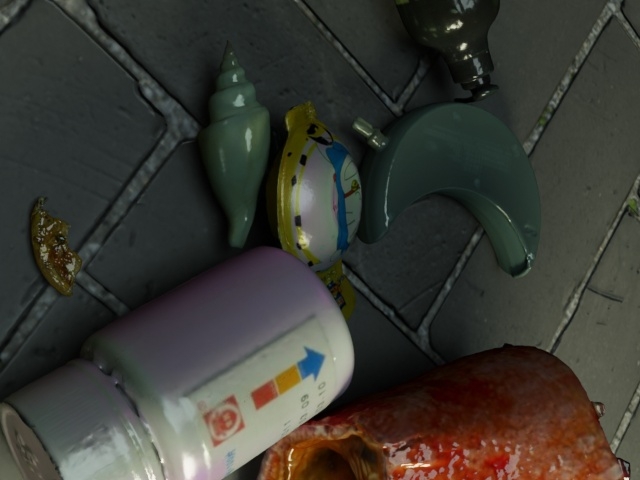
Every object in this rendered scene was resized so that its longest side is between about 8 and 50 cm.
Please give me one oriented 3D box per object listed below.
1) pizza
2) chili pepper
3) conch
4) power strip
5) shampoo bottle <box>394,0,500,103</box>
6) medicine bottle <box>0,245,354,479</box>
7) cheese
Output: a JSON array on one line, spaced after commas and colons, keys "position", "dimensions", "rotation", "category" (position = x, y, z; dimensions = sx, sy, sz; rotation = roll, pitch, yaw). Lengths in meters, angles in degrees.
[{"position": [-0.212, 0.005, 0.771], "dimensions": [0.037, 0.016, 0.083], "rotation": [-20, 99, -39], "category": "pizza"}, {"position": [0.109, 0.236, 0.860], "dimensions": [0.305, 0.229, 0.251], "rotation": [-9, 130, -34], "category": "chili pepper"}, {"position": [-0.073, -0.084, 0.848], "dimensions": [0.065, 0.088, 0.180], "rotation": [-1, 98, 9], "category": "conch"}, {"position": [0.127, -0.059, 0.982], "dimensions": [0.253, 0.054, 0.168], "rotation": [15, 78, -33], "category": "power strip"}, {"position": [0.113, -0.269, 0.945], "dimensions": [0.101, 0.101, 0.284], "rotation": [-30, 105, -31], "category": "shampoo bottle"}, {"position": [-0.109, 0.119, 0.760], "dimensions": [0.254, 0.152, 0.152], "rotation": [-29, 105, -30], "category": "medicine bottle"}, {"position": [0.000, 0.000, 0.877], "dimensions": [0.156, 0.064, 0.250], "rotation": [-38, 126, -59], "category": "cheese"}]
